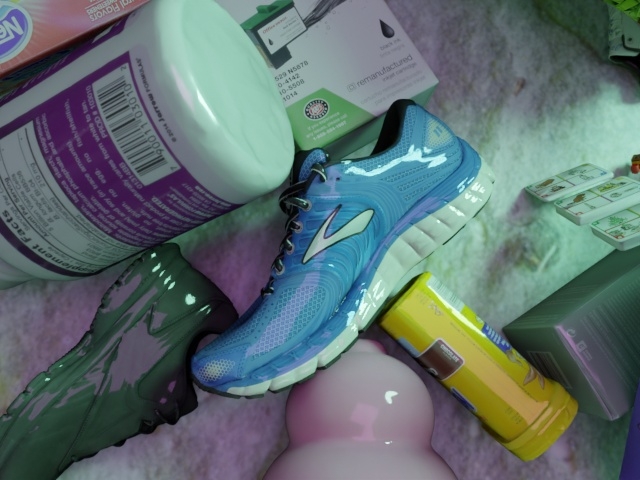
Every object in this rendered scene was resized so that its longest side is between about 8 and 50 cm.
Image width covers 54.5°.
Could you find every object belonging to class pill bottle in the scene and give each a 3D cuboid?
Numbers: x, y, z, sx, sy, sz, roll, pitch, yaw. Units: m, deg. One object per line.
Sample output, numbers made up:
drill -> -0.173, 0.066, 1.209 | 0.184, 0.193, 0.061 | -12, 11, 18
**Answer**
pill bottle -> -0.188, -0.065, 0.526 | 0.302, 0.169, 0.169 | -22, 79, 21

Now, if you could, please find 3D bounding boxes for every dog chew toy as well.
dog chew toy -> 0.034, 0.248, 0.509 | 0.207, 0.206, 0.331 | 2, 71, -3

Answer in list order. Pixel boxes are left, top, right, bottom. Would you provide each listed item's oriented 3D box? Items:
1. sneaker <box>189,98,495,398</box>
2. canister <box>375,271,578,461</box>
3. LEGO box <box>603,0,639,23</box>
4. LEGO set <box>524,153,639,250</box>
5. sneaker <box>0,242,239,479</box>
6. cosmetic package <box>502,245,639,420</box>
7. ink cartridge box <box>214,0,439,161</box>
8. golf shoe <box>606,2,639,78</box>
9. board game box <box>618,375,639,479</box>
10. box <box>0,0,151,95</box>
sneaker -> 0.000, 0.000, 0.562 | 0.330, 0.130, 0.147 | -45, 101, -14
canister -> 0.135, 0.109, 0.574 | 0.170, 0.126, 0.073 | 43, 87, 6
LEGO box -> 0.337, -0.498, 0.582 | 0.373, 0.193, 0.499 | 25, 75, -13
LEGO set -> 0.354, -0.055, 0.603 | 0.245, 0.182, 0.060 | -22, 111, 0
sneaker -> -0.186, 0.141, 0.562 | 0.130, 0.109, 0.286 | 38, 81, -2
cosmetic package -> 0.313, 0.059, 0.598 | 0.238, 0.127, 0.107 | -30, 84, -7
ink cartridge box -> -0.009, -0.199, 0.646 | 0.160, 0.092, 0.219 | -31, 82, -10
golf shoe -> 0.351, -0.244, 0.695 | 0.086, 0.069, 0.176 | -33, 81, -4
board game box -> 0.367, 0.079, 0.492 | 0.234, 0.346, 0.078 | -25, 38, -16
box -> -0.267, -0.222, 0.540 | 0.300, 0.154, 0.142 | -21, 108, 11
